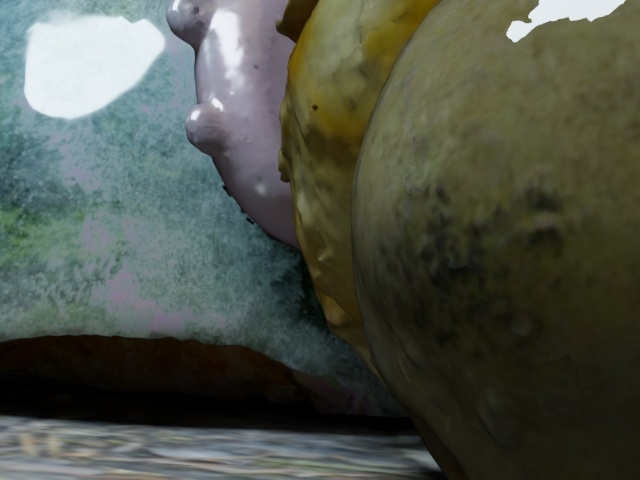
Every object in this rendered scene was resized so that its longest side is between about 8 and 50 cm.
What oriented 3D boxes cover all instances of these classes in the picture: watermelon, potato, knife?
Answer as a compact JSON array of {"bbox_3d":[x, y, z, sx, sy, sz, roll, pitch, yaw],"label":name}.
[{"bbox_3d":[-0.025,-0.038,0.690,0.322,0.188,0.175,-1,3,-23],"label":"watermelon"},{"bbox_3d":[0.136,-0.001,0.375,0.262,0.165,0.165,9,1,-14],"label":"potato"},{"bbox_3d":[0.126,-0.014,0.674,0.398,0.132,0.038,8,-34,-33],"label":"knife"}]

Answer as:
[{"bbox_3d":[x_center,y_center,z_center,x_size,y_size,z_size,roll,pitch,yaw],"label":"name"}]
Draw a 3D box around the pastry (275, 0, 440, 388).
[{"bbox_3d":[0.103,-0.026,0.508,0.218,0.229,0.100,44,14,-32],"label":"pastry"}]
